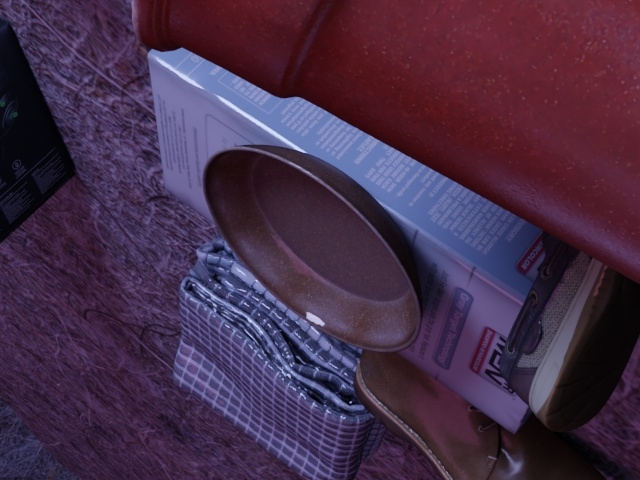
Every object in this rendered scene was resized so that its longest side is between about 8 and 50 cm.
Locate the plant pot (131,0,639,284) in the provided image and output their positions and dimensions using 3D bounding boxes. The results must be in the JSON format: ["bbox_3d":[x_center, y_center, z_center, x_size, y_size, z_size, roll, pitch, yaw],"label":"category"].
[{"bbox_3d":[0.106,-0.127,0.471,0.265,0.272,0.272,33,155,-1],"label":"plant pot"}]

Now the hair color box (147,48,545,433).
[{"bbox_3d":[0.044,-0.028,0.857,0.374,0.113,0.185,35,153,17],"label":"hair color box"}]

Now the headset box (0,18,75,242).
[{"bbox_3d":[-0.453,-0.115,1.271,0.131,0.246,0.283,28,152,26],"label":"headset box"}]

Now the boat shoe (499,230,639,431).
[{"bbox_3d":[0.168,0.005,0.656,0.080,0.224,0.073,7,-161,-44],"label":"boat shoe"}]

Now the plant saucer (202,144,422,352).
[{"bbox_3d":[0.000,0.000,0.790,0.198,0.036,0.199,32,151,20],"label":"plant saucer"}]

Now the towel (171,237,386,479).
[{"bbox_3d":[-0.051,0.152,1.271,0.283,0.121,0.235,35,153,16],"label":"towel"}]

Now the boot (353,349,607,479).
[{"bbox_3d":[0.161,0.180,1.041,0.305,0.112,0.115,34,143,21],"label":"boot"}]
